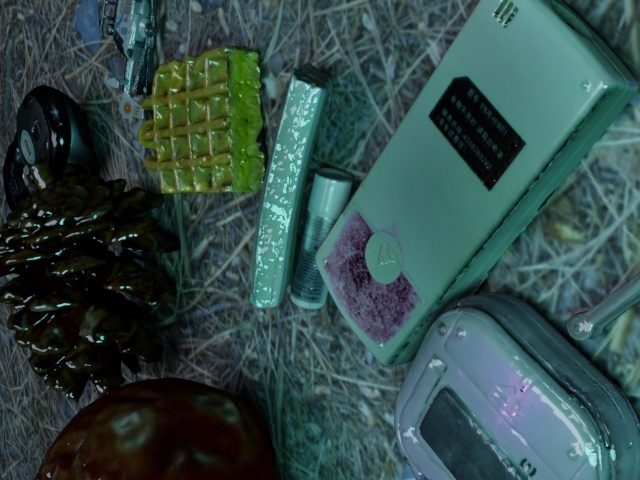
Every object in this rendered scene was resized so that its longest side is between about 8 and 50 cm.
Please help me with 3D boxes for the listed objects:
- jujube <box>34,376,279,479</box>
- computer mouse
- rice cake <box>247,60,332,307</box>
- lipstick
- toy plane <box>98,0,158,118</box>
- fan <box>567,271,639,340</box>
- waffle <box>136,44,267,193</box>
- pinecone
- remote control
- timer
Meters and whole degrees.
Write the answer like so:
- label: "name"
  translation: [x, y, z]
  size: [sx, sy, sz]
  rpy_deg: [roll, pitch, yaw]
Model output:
- label: "jujube"
  translation: [-0.177, 0.306, 0.991]
  size: [0.276, 0.276, 0.377]
  rpy_deg: [55, 135, 30]
- label: "computer mouse"
  translation: [-0.383, -0.119, 1.312]
  size: [0.233, 0.096, 0.137]
  rpy_deg: [-49, 53, 45]
- label: "rice cake"
  translation: [-0.032, -0.054, 0.903]
  size: [0.043, 0.127, 0.237]
  rpy_deg: [13, 106, 2]
- label: "lipstick"
  translation: [0.000, 0.000, 0.916]
  size: [0.040, 0.040, 0.141]
  rpy_deg: [32, 117, 43]
- label: "toy plane"
  translation: [-0.239, -0.253, 1.163]
  size: [0.078, 0.053, 0.197]
  rpy_deg: [19, 104, 38]
- label: "fan"
  translation: [0.270, -0.005, 0.613]
  size: [0.057, 0.023, 0.282]
  rpy_deg: [55, 132, 19]
- label: "waffle"
  translation: [-0.147, -0.133, 1.063]
  size: [0.210, 0.055, 0.161]
  rpy_deg: [3, 97, 50]
- label: "pinecone"
  translation: [-0.287, 0.052, 1.132]
  size: [0.244, 0.244, 0.309]
  rpy_deg: [12, 119, 48]
- label: "remote control"
  translation: [0.110, -0.045, 0.773]
  size: [0.145, 0.050, 0.344]
  rpy_deg: [57, 133, 29]
- label: "timer"
  translation: [0.148, 0.156, 0.738]
  size: [0.208, 0.069, 0.191]
  rpy_deg: [45, 129, 35]
